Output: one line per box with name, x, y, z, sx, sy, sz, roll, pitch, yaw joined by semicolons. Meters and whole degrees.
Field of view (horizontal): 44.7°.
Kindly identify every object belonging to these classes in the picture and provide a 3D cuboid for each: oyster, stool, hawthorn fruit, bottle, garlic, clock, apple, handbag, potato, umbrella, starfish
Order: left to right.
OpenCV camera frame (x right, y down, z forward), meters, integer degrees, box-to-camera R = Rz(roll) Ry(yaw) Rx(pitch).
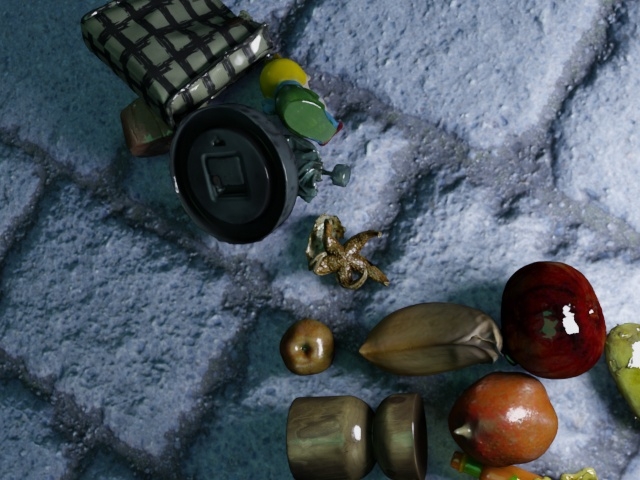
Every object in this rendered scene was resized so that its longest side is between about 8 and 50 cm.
handbag;-0.331;-0.465;1.823;0.327;0.162;0.325;-41;74;-17
clock;-0.197;-0.149;1.750;0.325;0.067;0.324;13;116;27
umbrella;-0.091;-0.171;1.786;0.349;0.094;0.143;10;105;23
apple;-0.031;0.234;1.708;0.126;0.102;0.125;-3;81;16
oyster;0.000;0.000;1.767;0.132;0.029;0.086;-43;86;-3
starfish;0.074;0.035;1.715;0.190;0.074;0.146;26;85;-3
stool;0.078;0.409;1.612;0.264;0.179;0.179;-5;81;15
garlic;0.255;0.214;1.565;0.339;0.196;0.151;-4;101;39
hawthorn fruit;0.337;0.353;1.507;0.200;0.251;0.199;2;93;43
bottle;0.357;0.479;1.581;0.187;0.069;0.069;18;88;19
potato;0.629;0.267;1.518;0.117;0.090;0.225;-20;82;-9

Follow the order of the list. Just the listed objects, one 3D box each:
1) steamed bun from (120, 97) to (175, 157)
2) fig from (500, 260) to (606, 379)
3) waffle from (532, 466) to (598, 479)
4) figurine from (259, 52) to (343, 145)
steamed bun;-0.392;-0.285;1.888;0.175;0.106;0.144;-20;71;-1
fig;0.444;0.159;1.519;0.215;0.235;0.234;9;85;31
waffle;0.513;0.570;1.499;0.291;0.051;0.290;1;96;5
figurine;-0.050;-0.326;1.792;0.127;0.185;0.234;-56;33;16
